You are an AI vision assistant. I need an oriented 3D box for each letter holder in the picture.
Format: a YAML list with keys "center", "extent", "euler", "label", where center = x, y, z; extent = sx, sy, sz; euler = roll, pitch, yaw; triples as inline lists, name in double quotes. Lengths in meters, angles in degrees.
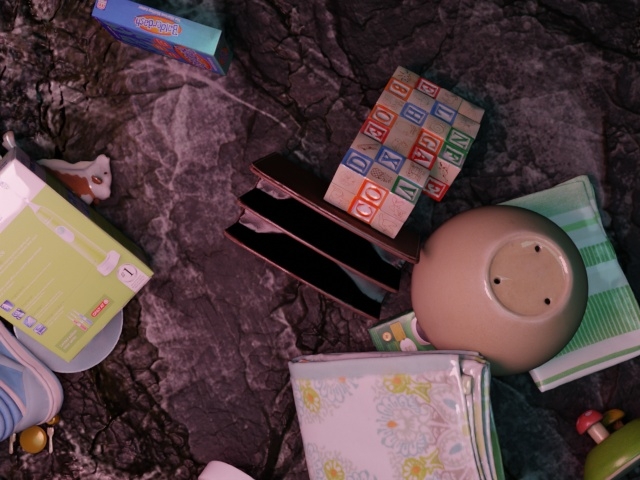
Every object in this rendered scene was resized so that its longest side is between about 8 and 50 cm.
- center: [0.000, 0.000, 1.296]
  extent: [0.301, 0.214, 0.152]
  euler: [30, 103, 1]
  label: "letter holder"

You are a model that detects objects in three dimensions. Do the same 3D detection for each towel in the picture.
- center: [0.119, 0.337, 1.267]
  extent: [0.374, 0.090, 0.321]
  euler: [-8, 91, 40]
  label: "towel"
- center: [0.414, 0.070, 1.356]
  extent: [0.247, 0.038, 0.325]
  euler: [-18, 83, -13]
  label: "towel"

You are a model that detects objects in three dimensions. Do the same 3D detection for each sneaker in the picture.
- center: [-0.600, 0.212, 1.298]
  extent: [0.319, 0.208, 0.127]
  euler: [34, 109, 9]
  label: "sneaker"

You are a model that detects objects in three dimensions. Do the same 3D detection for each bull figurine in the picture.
- center: [-0.512, -0.066, 1.373]
  extent: [0.188, 0.101, 0.310]
  euler: [44, 87, 5]
  label: "bull figurine"

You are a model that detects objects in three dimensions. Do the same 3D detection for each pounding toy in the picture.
- center: [0.521, 0.319, 1.341]
  extent: [0.236, 0.183, 0.110]
  euler: [-35, 63, -1]
  label: "pounding toy"

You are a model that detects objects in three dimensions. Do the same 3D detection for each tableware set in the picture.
- center: [-0.543, 0.325, 1.405]
  extent: [0.154, 0.024, 0.104]
  euler: [0, 86, 2]
  label: "tableware set"

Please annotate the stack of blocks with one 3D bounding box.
- center: [0.143, -0.143, 1.288]
  extent: [0.171, 0.087, 0.297]
  euler: [29, 48, 2]
  label: "stack of blocks"

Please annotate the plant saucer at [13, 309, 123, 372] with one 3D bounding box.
- center: [-0.442, 0.135, 1.398]
  extent: [0.194, 0.037, 0.195]
  euler: [0, 88, 1]
  label: "plant saucer"

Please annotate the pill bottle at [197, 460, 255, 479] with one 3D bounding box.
- center: [-0.214, 0.533, 1.263]
  extent: [0.187, 0.188, 0.334]
  euler: [35, 58, 1]
  label: "pill bottle"

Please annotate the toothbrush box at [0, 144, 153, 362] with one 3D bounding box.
- center: [-0.446, 0.023, 1.267]
  extent: [0.206, 0.122, 0.283]
  euler: [-47, 118, -1]
  label: "toothbrush box"

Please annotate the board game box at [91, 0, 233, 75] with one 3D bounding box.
- center: [-0.263, -0.349, 1.345]
  extent: [0.210, 0.160, 0.047]
  euler: [18, 90, 1]
  label: "board game box"

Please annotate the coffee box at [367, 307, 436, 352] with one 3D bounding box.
- center: [0.188, 0.168, 1.365]
  extent: [0.184, 0.040, 0.113]
  euler: [-26, 89, 19]
  label: "coffee box"

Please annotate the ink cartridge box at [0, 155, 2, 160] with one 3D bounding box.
- center: [-0.628, -0.142, 1.316]
  extent: [0.154, 0.212, 0.093]
  euler: [-48, 128, -2]
  label: "ink cartridge box"

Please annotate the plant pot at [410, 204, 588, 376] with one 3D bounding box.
- center: [0.294, 0.067, 1.227]
  extent: [0.283, 0.191, 0.284]
  euler: [0, 80, -2]
  label: "plant pot"
